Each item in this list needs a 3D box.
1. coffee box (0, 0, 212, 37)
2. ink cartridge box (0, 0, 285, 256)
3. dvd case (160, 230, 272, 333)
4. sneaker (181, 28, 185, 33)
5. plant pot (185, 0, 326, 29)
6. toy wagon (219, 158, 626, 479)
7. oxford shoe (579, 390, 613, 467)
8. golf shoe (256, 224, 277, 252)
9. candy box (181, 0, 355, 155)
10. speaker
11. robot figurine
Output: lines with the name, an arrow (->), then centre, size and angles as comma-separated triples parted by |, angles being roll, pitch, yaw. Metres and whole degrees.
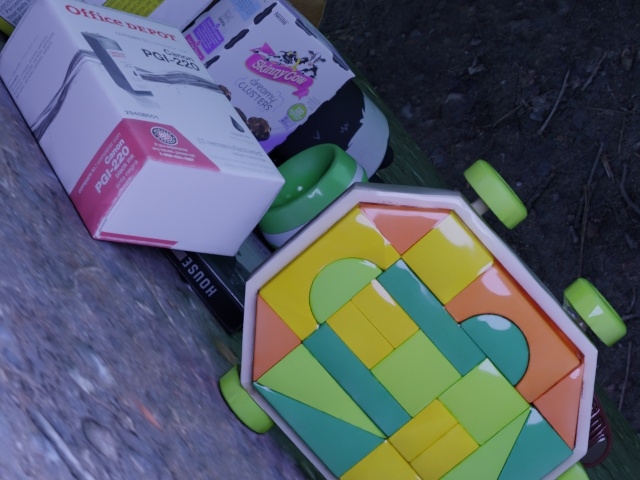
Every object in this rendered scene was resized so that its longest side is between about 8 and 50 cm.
coffee box -> -0.245, -0.409, 1.413 | 0.334, 0.338, 0.338 | 38, 14, -45
ink cartridge box -> -0.153, -0.098, 1.241 | 0.158, 0.092, 0.218 | 8, 36, -47
dvd case -> -0.102, 0.000, 1.388 | 0.179, 0.029, 0.238 | 50, 9, 5
sneaker -> -0.249, -0.304, 1.778 | 0.122, 0.110, 0.283 | 0, 54, -33
plant pot -> -0.159, -0.347, 1.985 | 0.254, 0.237, 0.237 | 25, 22, -35
toy wagon -> 0.102, 0.118, 1.126 | 0.344, 0.267, 0.068 | 48, 11, -5
oxford shoe -> 0.322, 0.197, 2.259 | 0.348, 0.123, 0.130 | 53, 5, 18
golf shoe -> 0.000, 0.000, 1.708 | 0.120, 0.105, 0.273 | 65, 17, 3
candy box -> -0.087, -0.174, 1.629 | 0.165, 0.196, 0.070 | 37, 15, -48
speaker -> 0.055, 0.045, 1.542 | 0.296, 0.131, 0.131 | 53, 7, -24
robot figurine -> -0.026, -0.148, 1.894 | 0.278, 0.173, 0.209 | 42, 9, -36
